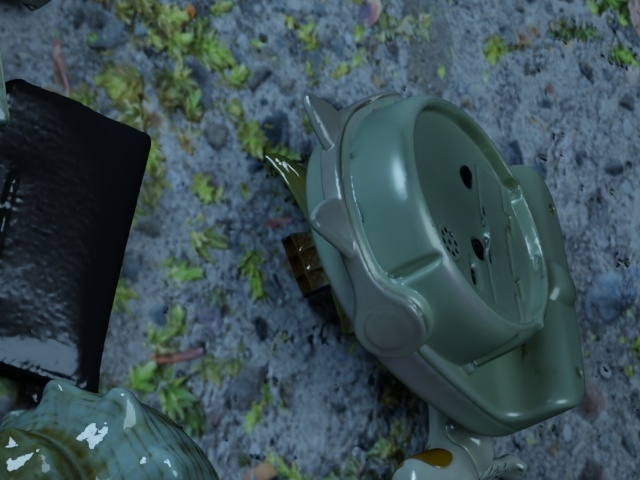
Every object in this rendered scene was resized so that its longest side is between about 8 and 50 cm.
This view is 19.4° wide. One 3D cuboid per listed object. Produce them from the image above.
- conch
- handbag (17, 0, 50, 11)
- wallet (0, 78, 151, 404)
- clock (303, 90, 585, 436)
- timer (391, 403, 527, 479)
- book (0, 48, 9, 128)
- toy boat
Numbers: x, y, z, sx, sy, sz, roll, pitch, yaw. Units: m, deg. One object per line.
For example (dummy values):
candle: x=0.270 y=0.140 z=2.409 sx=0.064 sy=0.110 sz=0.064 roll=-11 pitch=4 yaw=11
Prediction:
conch: x=-0.134 y=0.215 z=1.386 sx=0.386 sy=0.169 sz=0.203 roll=17 pitch=86 yaw=-31
handbag: x=-0.277 y=-0.262 z=1.468 sx=0.173 sy=0.095 sz=0.117 roll=21 pitch=57 yaw=-39
wallet: x=-0.218 y=0.002 z=1.462 sx=0.149 sy=0.044 sz=0.250 roll=24 pitch=64 yaw=-26
clock: x=0.098 y=0.000 z=1.583 sx=0.324 sy=0.108 sz=0.265 roll=36 pitch=40 yaw=-43
timer: x=0.095 y=0.226 z=1.589 sx=0.175 sy=0.175 sz=0.266 roll=50 pitch=35 yaw=-15
book: x=-0.416 y=-0.199 z=1.314 sx=0.379 sy=0.031 sz=0.264 roll=-4 pitch=79 yaw=-21
toy boat: x=0.000 y=0.000 z=1.616 sx=0.065 sy=0.066 sz=0.172 roll=-6 pitch=74 yaw=-80
